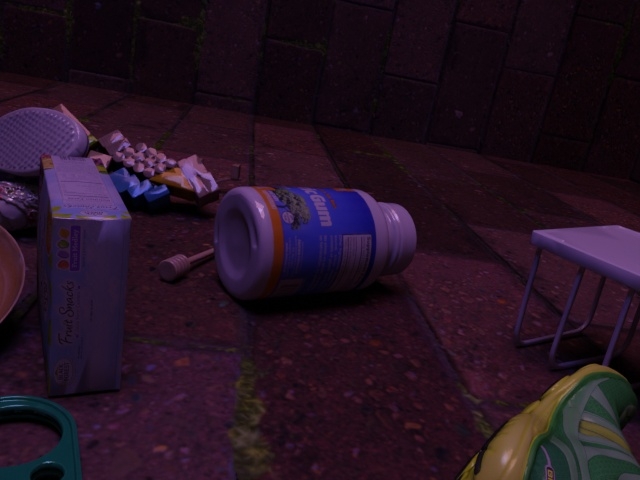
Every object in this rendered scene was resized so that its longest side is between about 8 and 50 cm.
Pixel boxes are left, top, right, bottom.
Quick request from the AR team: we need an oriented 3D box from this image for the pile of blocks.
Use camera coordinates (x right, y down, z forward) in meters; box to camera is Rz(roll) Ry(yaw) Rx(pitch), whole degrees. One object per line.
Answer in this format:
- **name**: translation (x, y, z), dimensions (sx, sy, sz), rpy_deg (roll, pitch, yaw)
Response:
- **pile of blocks**: translation (-0.365, -0.113, 1.097), dimensions (0.362, 0.149, 0.112), rpy_deg (20, -25, -1)

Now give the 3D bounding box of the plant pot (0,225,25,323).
- **plant pot**: translation (-0.410, 0.044, 0.566), dimensions (0.236, 0.032, 0.236), rpy_deg (12, 39, -10)

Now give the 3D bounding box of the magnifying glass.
- **magnifying glass**: translation (-0.189, 0.176, 0.423), dimensions (0.231, 0.026, 0.092), rpy_deg (22, 21, 35)

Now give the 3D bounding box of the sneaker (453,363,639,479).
- **sneaker**: translation (0.215, 0.196, 0.510), dimensions (0.295, 0.109, 0.123), rpy_deg (-10, 49, -49)

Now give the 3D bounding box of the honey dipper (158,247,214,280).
- **honey dipper**: translation (-0.180, 0.025, 0.872), dimensions (0.030, 0.030, 0.161), rpy_deg (16, 16, 15)

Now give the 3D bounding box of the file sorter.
- **file sorter**: translation (0.409, 0.107, 0.734), dimensions (0.193, 0.173, 0.278), rpy_deg (-3, 22, -34)

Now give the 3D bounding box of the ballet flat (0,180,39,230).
- **ballet flat**: translation (-0.486, -0.044, 0.844), dimensions (0.241, 0.091, 0.077), rpy_deg (6, 49, -2)

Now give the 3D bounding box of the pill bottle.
- **pill bottle**: translation (0.000, 0.000, 0.851), dimensions (0.272, 0.152, 0.152), rpy_deg (-3, 23, -34)

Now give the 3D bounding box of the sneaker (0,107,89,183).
- **sneaker**: translation (-0.427, -0.118, 0.918), dimensions (0.282, 0.102, 0.161), rpy_deg (-1, -18, 27)

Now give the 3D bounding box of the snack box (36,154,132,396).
- **snack box**: translation (-0.244, 0.023, 0.600), dimensions (0.070, 0.174, 0.207), rpy_deg (-1, 21, -29)

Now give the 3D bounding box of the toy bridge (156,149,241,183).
- **toy bridge**: translation (-0.259, -0.144, 1.269), dimensions (0.188, 0.063, 0.026), rpy_deg (10, 18, 2)
